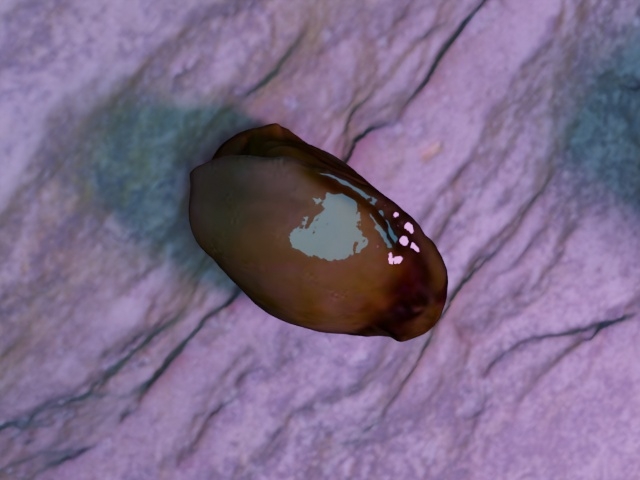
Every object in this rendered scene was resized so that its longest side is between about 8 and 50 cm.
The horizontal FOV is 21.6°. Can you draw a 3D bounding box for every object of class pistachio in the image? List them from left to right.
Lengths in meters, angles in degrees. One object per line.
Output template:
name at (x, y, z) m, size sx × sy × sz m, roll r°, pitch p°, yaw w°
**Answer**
pistachio at (0.000, 0.000, 1.218) m, size 0.210 × 0.165 × 0.130 m, roll 35°, pitch 54°, yaw -7°
